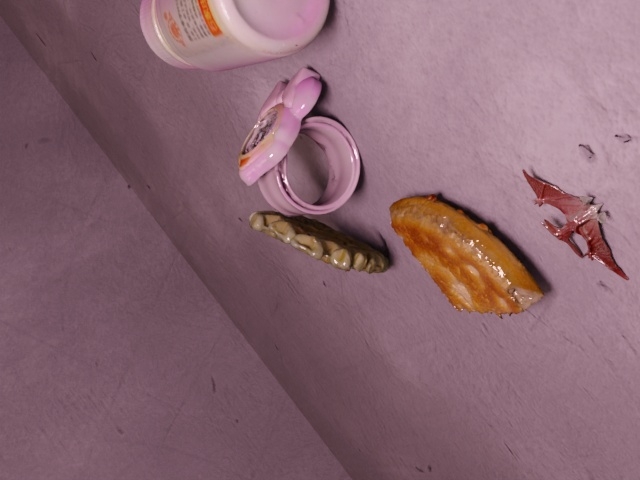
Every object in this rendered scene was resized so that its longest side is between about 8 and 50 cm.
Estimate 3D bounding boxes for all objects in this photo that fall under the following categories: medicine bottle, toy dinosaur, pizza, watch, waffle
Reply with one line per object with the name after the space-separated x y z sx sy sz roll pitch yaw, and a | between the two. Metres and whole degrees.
-0.168 -0.418 1.225 0.388 0.219 0.219 13 134 58 | medicine bottle
0.369 -0.024 0.990 0.220 0.032 0.108 49 154 5 | toy dinosaur
0.253 0.035 1.222 0.335 0.086 0.226 36 156 38 | pizza
-0.034 -0.174 1.372 0.217 0.248 0.211 34 163 -25 | watch
0.000 0.000 1.459 0.291 0.056 0.309 26 -171 22 | waffle
